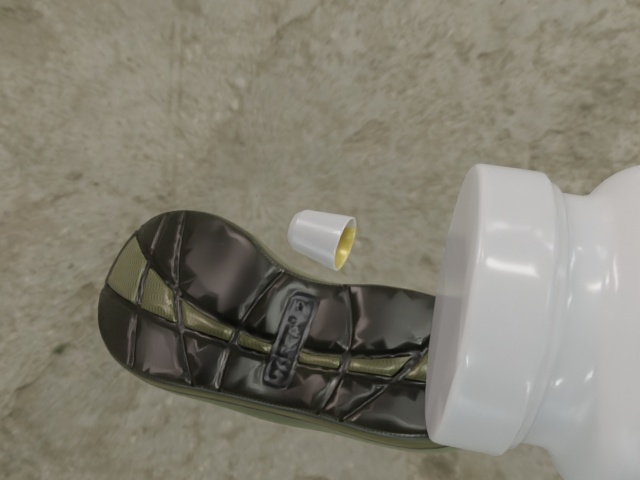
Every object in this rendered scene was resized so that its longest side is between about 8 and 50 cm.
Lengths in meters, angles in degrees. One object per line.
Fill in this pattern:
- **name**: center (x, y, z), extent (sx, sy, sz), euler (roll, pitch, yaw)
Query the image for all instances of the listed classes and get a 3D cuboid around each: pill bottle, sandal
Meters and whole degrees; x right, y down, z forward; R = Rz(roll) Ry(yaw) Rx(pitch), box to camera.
- **pill bottle**: center (0.186, 0.049, 0.417), extent (0.265, 0.153, 0.153), euler (10, 92, 0)
- **sandal**: center (-0.024, 0.069, 0.618), extent (0.303, 0.086, 0.120), euler (19, 71, 27)

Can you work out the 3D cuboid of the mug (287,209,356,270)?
- **mug**: center (-0.001, 0.000, 1.066), extent (0.064, 0.062, 0.078), euler (18, 134, 16)
